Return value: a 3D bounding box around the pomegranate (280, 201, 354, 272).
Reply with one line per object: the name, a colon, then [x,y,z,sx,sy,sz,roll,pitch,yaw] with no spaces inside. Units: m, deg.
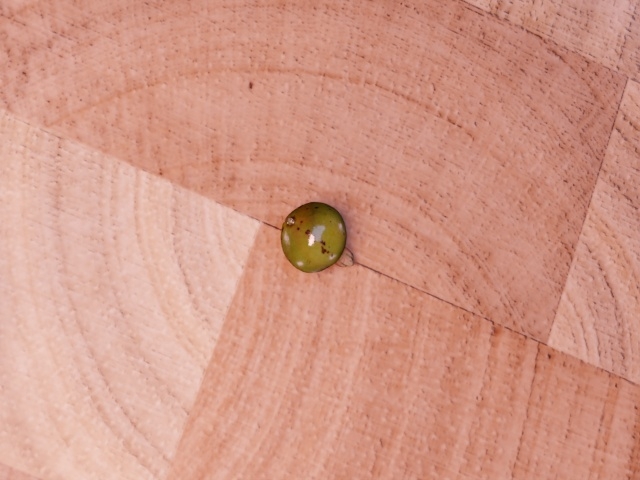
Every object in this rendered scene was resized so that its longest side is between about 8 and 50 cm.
pomegranate: [-0.001,-0.004,2.024,0.084,0.073,0.073,0,71,-55]
